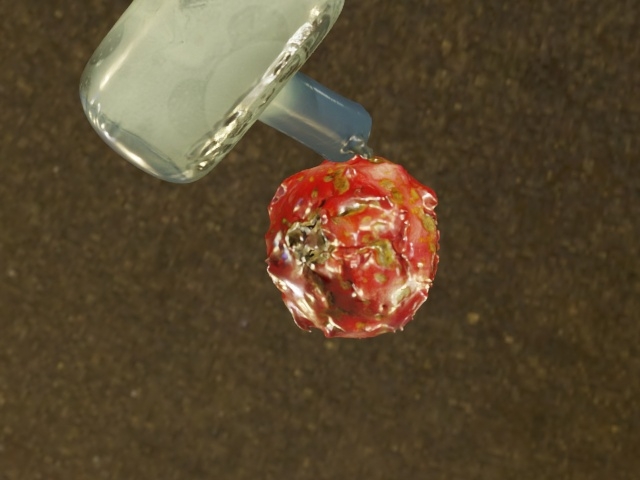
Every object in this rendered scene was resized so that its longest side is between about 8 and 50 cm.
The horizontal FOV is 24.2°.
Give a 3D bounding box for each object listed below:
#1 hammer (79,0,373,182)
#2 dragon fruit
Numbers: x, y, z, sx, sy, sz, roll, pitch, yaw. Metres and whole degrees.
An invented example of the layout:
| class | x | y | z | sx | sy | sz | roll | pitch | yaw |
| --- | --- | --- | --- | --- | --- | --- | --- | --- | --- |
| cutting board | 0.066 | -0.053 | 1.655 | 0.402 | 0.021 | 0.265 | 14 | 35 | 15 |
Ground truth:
| class | x | y | z | sx | sy | sz | roll | pitch | yaw |
| --- | --- | --- | --- | --- | --- | --- | --- | --- | --- |
| hammer | -0.019 | -0.068 | 0.662 | 0.069 | 0.116 | 0.194 | 44 | -171 | 26 |
| dragon fruit | 0.000 | 0.000 | 1.130 | 0.153 | 0.153 | 0.111 | -15 | 165 | 33 |
